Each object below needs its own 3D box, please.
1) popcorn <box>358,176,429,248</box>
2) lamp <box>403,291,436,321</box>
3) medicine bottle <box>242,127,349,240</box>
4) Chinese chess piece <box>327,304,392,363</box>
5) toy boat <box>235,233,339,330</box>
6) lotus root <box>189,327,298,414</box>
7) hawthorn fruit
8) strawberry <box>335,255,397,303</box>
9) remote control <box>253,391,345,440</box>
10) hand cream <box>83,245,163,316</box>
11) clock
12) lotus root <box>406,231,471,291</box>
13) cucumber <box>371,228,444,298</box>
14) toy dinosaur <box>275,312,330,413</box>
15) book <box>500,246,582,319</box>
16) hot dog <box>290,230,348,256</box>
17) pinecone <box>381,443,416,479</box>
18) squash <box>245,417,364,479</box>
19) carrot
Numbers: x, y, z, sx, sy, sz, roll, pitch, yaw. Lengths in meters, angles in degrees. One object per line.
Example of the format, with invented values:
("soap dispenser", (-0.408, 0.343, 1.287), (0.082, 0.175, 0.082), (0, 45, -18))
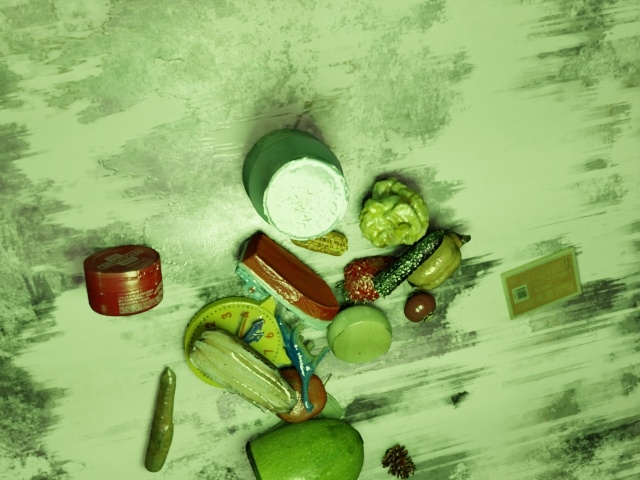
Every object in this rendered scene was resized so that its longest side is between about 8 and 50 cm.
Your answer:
("popcorn", (0.198, -0.060, 1.723), (0.187, 0.186, 0.167), (-43, 134, -31))
("lamp", (0.290, 0.195, 1.886), (0.101, 0.090, 0.101), (-30, 157, -14))
("medicine bottle", (-0.059, -0.133, 1.581), (0.245, 0.290, 0.244), (-4, 110, -11))
("Chinese chess piece", (0.112, 0.270, 1.861), (0.189, 0.083, 0.188), (-5, 128, -7))
("toy boat", (-0.093, 0.136, 1.761), (0.332, 0.145, 0.133), (39, 120, -19))
("lotus root", (-0.193, 0.349, 1.759), (0.329, 0.078, 0.167), (39, 120, -9))
("hawthorn fruit", (-0.042, 0.444, 1.874), (0.204, 0.162, 0.162), (-6, 111, -19))
("strawberry", (0.144, 0.116, 1.830), (0.192, 0.085, 0.140), (3, 107, -15))
("remote control", (-0.064, 0.578, 1.984), (0.285, 0.038, 0.123), (-38, 114, 1))
("hand cream", (-0.494, 0.100, 1.630), (0.193, 0.193, 0.125), (-4, 109, -11))
("clock", (-0.237, 0.295, 1.819), (0.294, 0.071, 0.277), (-21, 113, -4))
("lotus root", (0.330, 0.050, 1.828), (0.221, 0.118, 0.125), (-49, 145, 4))
("cucumber", (0.243, 0.057, 1.758), (0.245, 0.067, 0.067), (-41, 113, -1))
("toy dinosaur", (-0.073, 0.330, 1.787), (0.075, 0.188, 0.247), (-26, 114, 44))
("book", (0.678, 0.133, 1.985), (0.242, 0.018, 0.170), (-20, 114, -4))
("hot dog", (0.000, 0.000, 1.775), (0.165, 0.045, 0.071), (16, 104, -16))
("pinecone", (0.254, 0.709, 2.064), (0.109, 0.102, 0.102), (33, 102, 10))
("squash", (-0.011, 0.646, 1.842), (0.309, 0.310, 0.310), (-27, 113, -6))
("carrot", (-0.452, 0.518, 1.862), (0.070, 0.070, 0.342), (9, 106, -15))
